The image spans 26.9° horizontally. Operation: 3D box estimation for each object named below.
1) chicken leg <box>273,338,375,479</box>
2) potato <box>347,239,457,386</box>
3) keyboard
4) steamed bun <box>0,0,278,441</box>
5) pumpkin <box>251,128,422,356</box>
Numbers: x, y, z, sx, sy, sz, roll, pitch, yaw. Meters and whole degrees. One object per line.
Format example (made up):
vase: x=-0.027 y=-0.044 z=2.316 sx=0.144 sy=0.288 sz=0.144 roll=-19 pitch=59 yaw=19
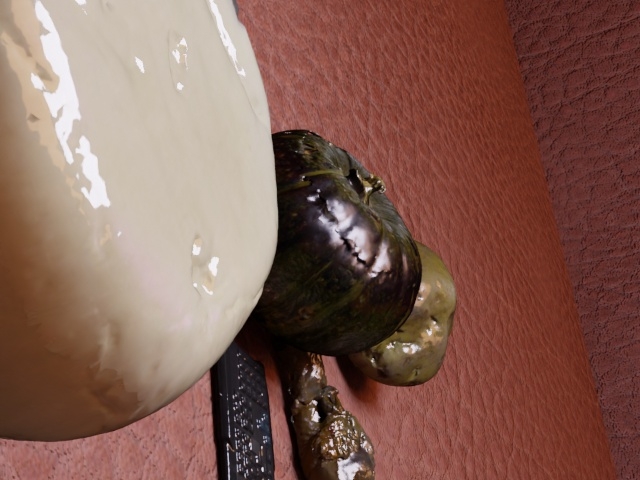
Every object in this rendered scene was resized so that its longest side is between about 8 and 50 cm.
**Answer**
chicken leg: x=-0.001 y=0.170 z=1.320 sx=0.085 sy=0.069 sz=0.198 roll=-8 pitch=73 yaw=-48
potato: x=0.087 y=0.076 z=1.543 sx=0.200 sy=0.137 sz=0.155 roll=-65 pitch=165 yaw=-64
keyboard: x=-0.061 y=0.212 z=1.165 sx=0.106 sy=0.016 sz=0.262 roll=46 pitch=31 yaw=-53
steamed bun: x=-0.180 y=-0.055 z=0.725 sx=0.312 sy=0.233 sz=0.334 roll=-50 pitch=123 yaw=-66
pumpkin: x=0.002 y=-0.001 z=1.283 sx=0.238 sy=0.159 sz=0.238 roll=40 pitch=26 yaw=-24
